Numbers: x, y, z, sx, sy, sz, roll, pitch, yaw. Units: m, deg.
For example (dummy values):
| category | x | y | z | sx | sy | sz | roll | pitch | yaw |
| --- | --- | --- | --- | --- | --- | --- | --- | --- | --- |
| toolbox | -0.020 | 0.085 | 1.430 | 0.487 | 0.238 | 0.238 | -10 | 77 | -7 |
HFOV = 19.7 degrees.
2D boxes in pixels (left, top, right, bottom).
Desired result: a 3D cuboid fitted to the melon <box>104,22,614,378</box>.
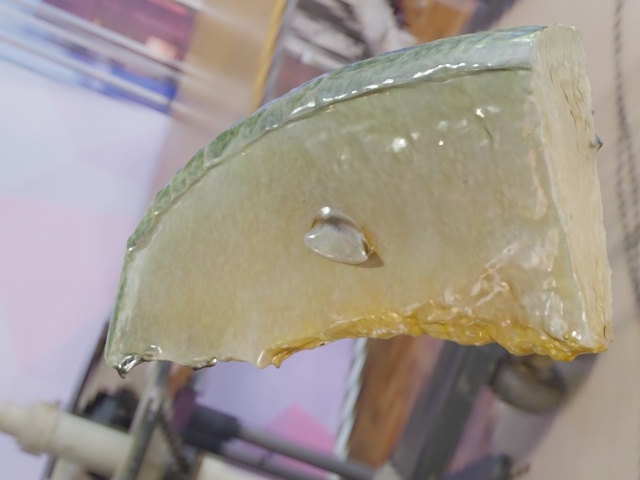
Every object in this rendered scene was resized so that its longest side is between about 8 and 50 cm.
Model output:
| category | x | y | z | sx | sy | sz | roll | pitch | yaw |
| --- | --- | --- | --- | --- | --- | --- | --- | --- | --- |
| melon | 0.001 | -0.008 | 0.571 | 0.182 | 0.054 | 0.098 | -5 | 90 | 31 |
